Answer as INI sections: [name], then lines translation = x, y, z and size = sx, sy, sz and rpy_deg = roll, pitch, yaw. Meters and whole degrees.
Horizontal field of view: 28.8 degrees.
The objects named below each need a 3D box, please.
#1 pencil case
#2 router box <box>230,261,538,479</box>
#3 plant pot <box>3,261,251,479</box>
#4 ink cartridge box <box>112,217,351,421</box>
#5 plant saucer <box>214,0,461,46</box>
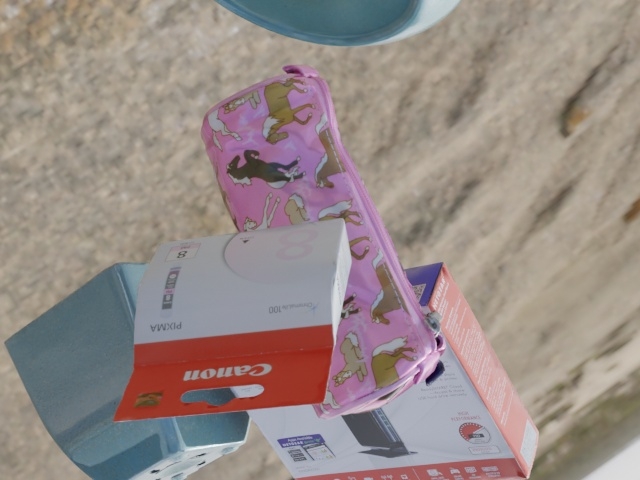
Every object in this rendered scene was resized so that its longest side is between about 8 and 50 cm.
[pencil case]
translation = 0.000, 0.000, 1.378
size = 0.167, 0.386, 0.160
rpy_deg = -22, 168, -12
[router box]
translation = 0.063, 0.189, 1.583
size = 0.335, 0.301, 0.082
rpy_deg = -13, -146, 32
[plant pot]
translation = -0.234, 0.197, 1.704
size = 0.248, 0.252, 0.247
rpy_deg = -33, 159, 30
[ink cartridge box]
translation = -0.076, 0.064, 1.108
size = 0.189, 0.066, 0.232
rpy_deg = -7, -157, 11
[plant saucer]
translation = -0.025, -0.260, 1.070
size = 0.317, 0.317, 0.044
rpy_deg = 106, 5, -68
